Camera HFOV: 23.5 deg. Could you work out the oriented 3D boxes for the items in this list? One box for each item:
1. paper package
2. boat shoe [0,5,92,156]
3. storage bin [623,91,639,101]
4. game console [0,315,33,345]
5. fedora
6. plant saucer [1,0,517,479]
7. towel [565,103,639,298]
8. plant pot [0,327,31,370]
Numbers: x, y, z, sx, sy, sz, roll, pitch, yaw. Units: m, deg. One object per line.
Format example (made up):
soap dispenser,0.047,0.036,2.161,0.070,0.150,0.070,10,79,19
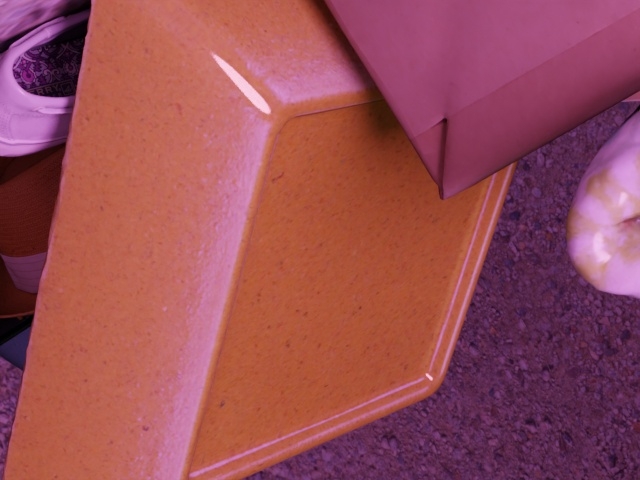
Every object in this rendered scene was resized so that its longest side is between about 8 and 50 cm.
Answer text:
paper package,0.191,-0.192,0.727,0.309,0.168,0.325,-31,179,42
boat shoe,-0.093,-0.095,0.766,0.184,0.066,0.063,-18,174,-39
storage bin,0.323,-0.198,1.020,0.260,0.123,0.262,-7,166,-45
game console,-0.181,0.000,1.083,0.361,0.044,0.213,-33,-154,-3
fedora,-0.156,-0.033,0.973,0.194,0.079,0.194,-24,-152,13
plant saucer,0.000,0.000,0.845,0.333,0.081,0.332,-17,132,-47
towel,0.290,-0.107,0.678,0.374,0.090,0.320,-31,177,19
plant pot,-0.189,0.030,1.382,0.290,0.195,0.290,-29,180,0
